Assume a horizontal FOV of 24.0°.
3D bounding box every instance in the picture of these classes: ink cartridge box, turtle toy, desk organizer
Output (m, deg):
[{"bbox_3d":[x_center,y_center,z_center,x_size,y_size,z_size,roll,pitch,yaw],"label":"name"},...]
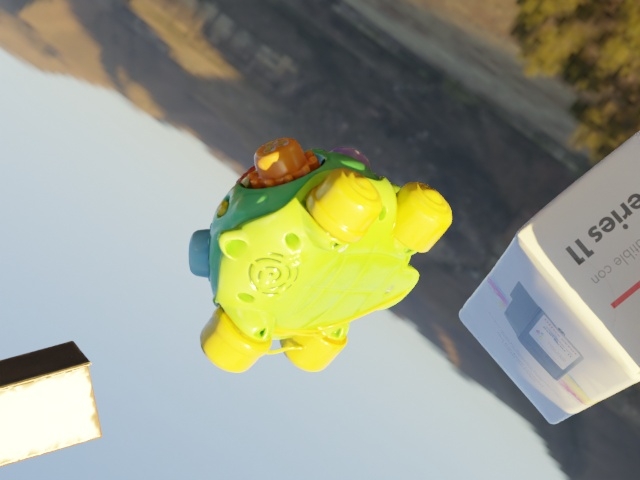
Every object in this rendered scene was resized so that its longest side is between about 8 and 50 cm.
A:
[{"bbox_3d":[0.222,0.000,0.990,0.119,0.207,0.353,51,170,8],"label":"ink cartridge box"},{"bbox_3d":[0.000,0.000,0.598,0.130,0.095,0.066,6,-140,-54],"label":"turtle toy"},{"bbox_3d":[-0.200,0.106,0.899,0.047,0.130,0.050,-150,49,-64],"label":"desk organizer"}]
